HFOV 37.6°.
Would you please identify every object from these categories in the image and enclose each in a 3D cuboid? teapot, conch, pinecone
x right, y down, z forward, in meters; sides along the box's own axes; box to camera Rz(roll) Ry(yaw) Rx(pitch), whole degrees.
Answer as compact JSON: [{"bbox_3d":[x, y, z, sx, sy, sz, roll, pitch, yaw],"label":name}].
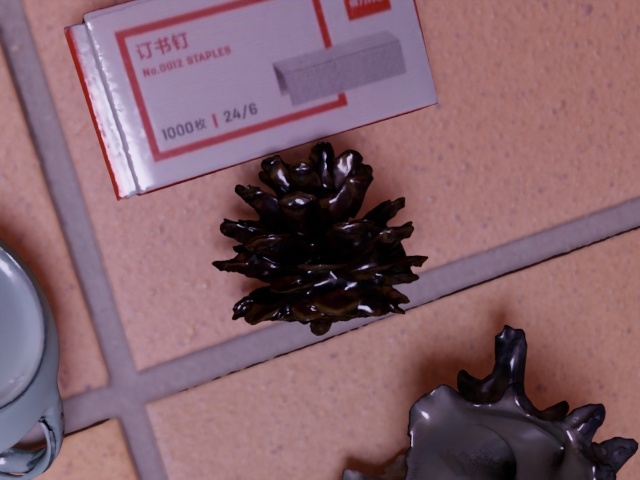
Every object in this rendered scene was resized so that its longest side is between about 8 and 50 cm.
[{"bbox_3d":[-0.249,0.073,0.557,0.232,0.159,0.159,39,85,-26],"label":"teapot"},{"bbox_3d":[0.096,0.219,0.655,0.241,0.186,0.313,21,109,-10],"label":"conch"},{"bbox_3d":[-0.002,0.001,0.610,0.140,0.140,0.120,-6,83,-15],"label":"pinecone"}]

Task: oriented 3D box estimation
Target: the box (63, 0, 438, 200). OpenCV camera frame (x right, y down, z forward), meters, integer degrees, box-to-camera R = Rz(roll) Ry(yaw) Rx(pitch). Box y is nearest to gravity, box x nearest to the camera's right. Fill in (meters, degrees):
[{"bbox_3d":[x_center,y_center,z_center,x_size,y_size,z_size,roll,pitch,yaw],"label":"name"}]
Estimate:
[{"bbox_3d":[-0.043,-0.116,0.629,0.229,0.050,0.123,-18,100,-13],"label":"box"}]
